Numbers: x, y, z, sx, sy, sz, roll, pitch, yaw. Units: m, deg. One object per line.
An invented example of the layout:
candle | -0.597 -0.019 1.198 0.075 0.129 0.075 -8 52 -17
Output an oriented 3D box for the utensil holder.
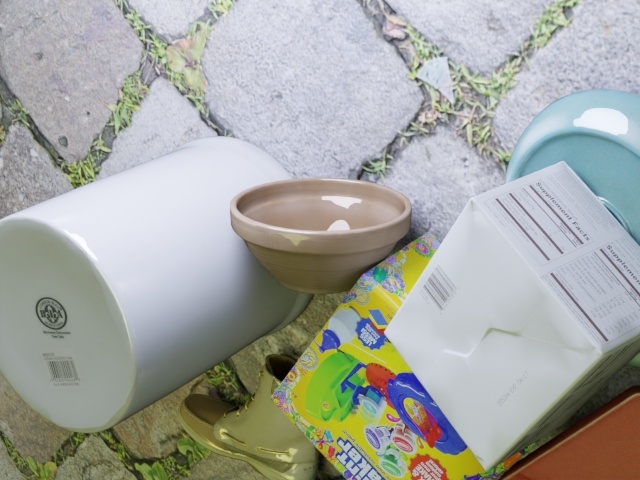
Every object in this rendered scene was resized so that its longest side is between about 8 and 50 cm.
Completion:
utensil holder | -0.240 0.049 1.394 0.328 0.385 0.327 13 114 31

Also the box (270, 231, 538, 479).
box | 0.138 0.201 1.320 0.290 0.177 0.279 44 128 13

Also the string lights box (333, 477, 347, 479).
string lights box | 0.013 0.453 1.545 0.260 0.077 0.133 -19 96 28

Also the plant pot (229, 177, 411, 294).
plant pot | 0.000 0.000 1.295 0.237 0.237 0.109 13 112 31

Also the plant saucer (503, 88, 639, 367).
plant saucer | 0.307 -0.003 1.063 0.318 0.044 0.317 34 134 43

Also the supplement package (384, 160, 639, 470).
supplement package | 0.220 0.085 1.065 0.204 0.145 0.262 54 144 22

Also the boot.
boot | -0.106 0.259 1.567 0.262 0.095 0.203 25 121 24

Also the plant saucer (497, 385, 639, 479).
plant saucer | 0.385 0.282 1.192 0.259 0.047 0.258 29 130 -18
